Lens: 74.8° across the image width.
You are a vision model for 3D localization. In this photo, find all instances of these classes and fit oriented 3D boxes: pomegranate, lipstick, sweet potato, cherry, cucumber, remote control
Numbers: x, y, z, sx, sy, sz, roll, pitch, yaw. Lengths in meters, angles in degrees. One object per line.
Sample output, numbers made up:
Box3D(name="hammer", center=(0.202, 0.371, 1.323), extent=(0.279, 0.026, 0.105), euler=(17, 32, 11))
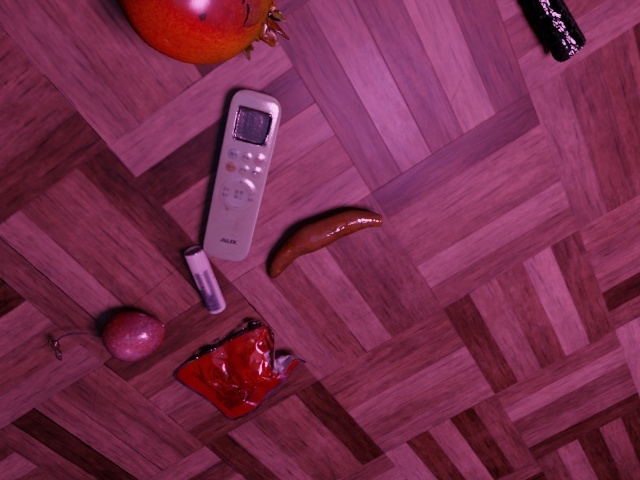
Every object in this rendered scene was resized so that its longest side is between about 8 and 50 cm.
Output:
Box3D(name="pomegranate", center=(-0.152, -0.331, 0.544), extent=(0.235, 0.210, 0.210), euler=(25, 111, -44))
Box3D(name="lipstick", center=(-0.223, 0.079, 0.814), extent=(0.040, 0.040, 0.141), euler=(-14, 117, -1))
Box3D(name="sweet potato", center=(-0.007, -0.004, 0.798), extent=(0.255, 0.058, 0.078), euler=(-29, 136, 10))
Box3D(name="cherry", center=(-0.409, 0.199, 0.823), extent=(0.226, 0.090, 0.107), euler=(-16, 131, 9))
Box3D(name="cucumber", center=(0.349, -0.387, 0.665), extent=(0.215, 0.058, 0.052), euler=(44, 137, -20))
Box3D(name="remote control", center=(-0.141, -0.106, 0.740), extent=(0.090, 0.038, 0.309), euler=(13, 112, -14))

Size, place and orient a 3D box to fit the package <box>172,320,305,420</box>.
Box3D(name="package", center=(-0.170, 0.290, 0.908), extent=(0.269, 0.071, 0.194), euler=(-36, 100, 13))
